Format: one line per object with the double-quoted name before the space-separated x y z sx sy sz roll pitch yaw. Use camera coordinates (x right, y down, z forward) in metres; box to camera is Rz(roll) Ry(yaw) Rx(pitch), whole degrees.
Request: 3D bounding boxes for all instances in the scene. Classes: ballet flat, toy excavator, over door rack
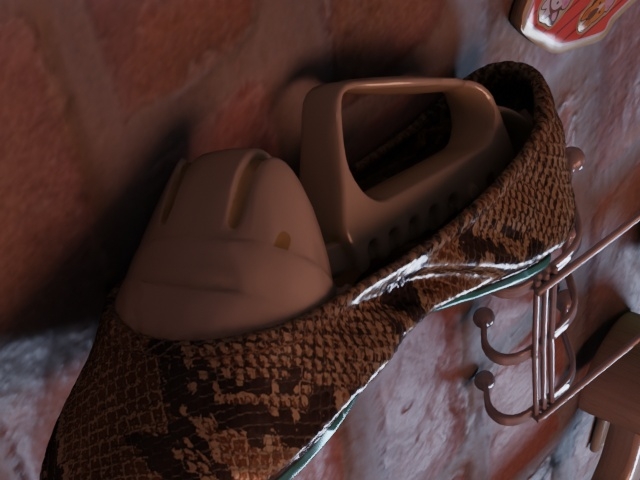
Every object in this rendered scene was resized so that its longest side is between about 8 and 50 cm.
"ballet flat" 0.000 0.000 1.034 0.483 0.164 0.182 -32 125 -46
"toy excavator" 0.264 0.338 1.814 0.445 0.222 0.433 -60 155 -19
"over door rack" 0.268 0.006 1.454 0.324 0.108 0.239 -26 148 -10

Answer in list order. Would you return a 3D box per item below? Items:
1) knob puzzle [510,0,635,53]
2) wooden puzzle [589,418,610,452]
"knob puzzle" 0.207 -0.204 1.223 0.213 0.030 0.213 -38 150 -27
"wooden puzzle" 0.323 0.191 1.897 0.079 0.014 0.116 -27 143 -35
